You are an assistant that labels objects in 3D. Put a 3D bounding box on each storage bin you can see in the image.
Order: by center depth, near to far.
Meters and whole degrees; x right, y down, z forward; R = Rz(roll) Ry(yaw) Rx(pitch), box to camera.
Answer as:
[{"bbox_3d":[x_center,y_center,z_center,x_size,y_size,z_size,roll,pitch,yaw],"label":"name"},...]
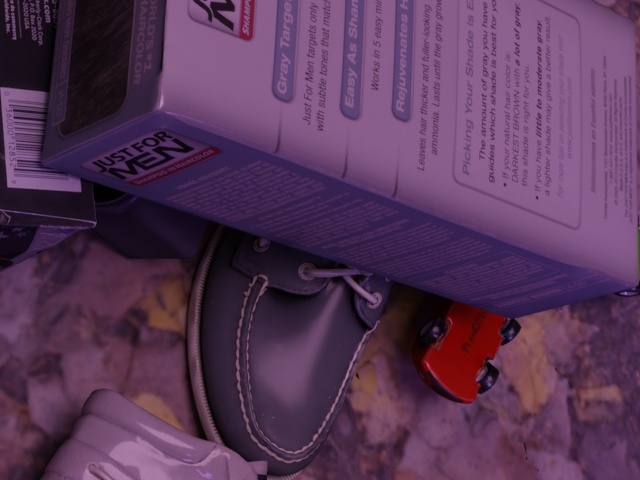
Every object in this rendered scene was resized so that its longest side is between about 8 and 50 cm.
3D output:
[{"bbox_3d":[-0.111,-0.054,1.110,0.091,0.098,0.135,50,49,-45],"label":"storage bin"}]

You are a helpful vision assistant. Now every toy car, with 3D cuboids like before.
[{"bbox_3d":[0.147,0.008,1.278,0.225,0.053,0.239,8,71,-32],"label":"toy car"}]

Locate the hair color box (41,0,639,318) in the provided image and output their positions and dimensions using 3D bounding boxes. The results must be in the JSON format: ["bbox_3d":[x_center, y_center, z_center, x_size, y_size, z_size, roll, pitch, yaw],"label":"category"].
[{"bbox_3d":[0.028,-0.091,1.056,0.374,0.113,0.185,19,65,-38],"label":"hair color box"}]

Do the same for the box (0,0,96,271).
[{"bbox_3d":[-0.235,-0.111,1.004,0.163,0.142,0.247,3,75,-38],"label":"box"}]

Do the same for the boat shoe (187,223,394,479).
[{"bbox_3d":[0.000,0.000,1.153,0.116,0.099,0.319,26,62,-25],"label":"boat shoe"}]

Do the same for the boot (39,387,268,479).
[{"bbox_3d":[-0.049,0.188,1.060,0.258,0.095,0.123,34,68,-20],"label":"boot"}]
